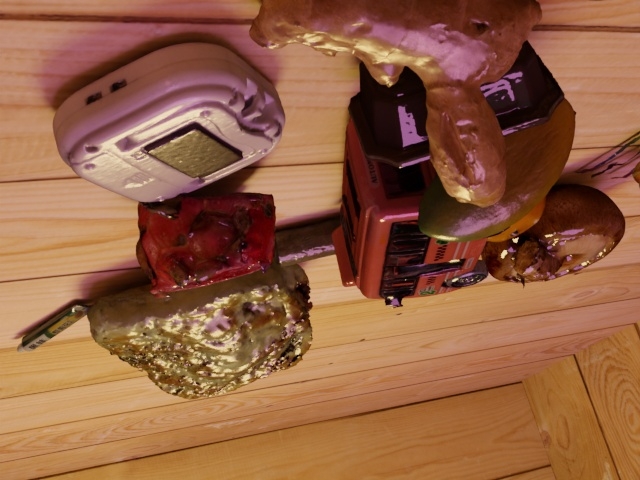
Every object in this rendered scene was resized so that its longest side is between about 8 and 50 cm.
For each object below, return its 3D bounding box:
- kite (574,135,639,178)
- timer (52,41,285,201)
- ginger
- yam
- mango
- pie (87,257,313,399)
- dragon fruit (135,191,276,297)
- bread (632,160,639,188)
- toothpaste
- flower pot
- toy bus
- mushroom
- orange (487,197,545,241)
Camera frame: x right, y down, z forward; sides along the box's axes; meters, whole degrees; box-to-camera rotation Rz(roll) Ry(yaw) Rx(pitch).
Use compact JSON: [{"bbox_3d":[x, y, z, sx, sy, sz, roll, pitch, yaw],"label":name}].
[{"bbox_3d":[0.632,-0.195,1.804,0.204,0.022,0.360,-1,155,-37],"label":"kite"},{"bbox_3d":[-0.174,-0.131,1.201,0.237,0.087,0.262,-22,163,16],"label":"timer"},{"bbox_3d":[0.144,-0.250,1.056,0.348,0.122,0.363,27,114,-23],"label":"ginger"},{"bbox_3d":[0.000,0.000,1.754,0.169,0.068,0.068,-13,161,-10],"label":"yam"},{"bbox_3d":[0.228,-0.089,1.273,0.238,0.137,0.091,-59,-173,11],"label":"mango"},{"bbox_3d":[-0.205,0.157,1.864,0.395,0.181,0.418,-21,156,12],"label":"pie"},{"bbox_3d":[-0.171,0.008,1.428,0.210,0.147,0.282,-4,-178,20],"label":"dragon fruit"},{"bbox_3d":[0.669,-0.157,1.789,0.233,0.088,0.160,-23,152,17],"label":"bread"},{"bbox_3d":[-0.495,0.161,1.853,0.204,0.032,0.049,-31,157,29],"label":"toothpaste"},{"bbox_3d":[0.154,-0.196,1.215,0.250,0.179,0.084,-18,132,2],"label":"flower pot"},{"bbox_3d":[0.143,-0.049,1.536,0.232,0.203,0.427,-10,160,-4],"label":"toy bus"},{"bbox_3d":[0.447,-0.009,1.970,0.278,0.163,0.297,-9,162,-47],"label":"mushroom"},{"bbox_3d":[0.317,-0.064,1.748,0.156,0.124,0.156,-11,161,-4],"label":"orange"}]
